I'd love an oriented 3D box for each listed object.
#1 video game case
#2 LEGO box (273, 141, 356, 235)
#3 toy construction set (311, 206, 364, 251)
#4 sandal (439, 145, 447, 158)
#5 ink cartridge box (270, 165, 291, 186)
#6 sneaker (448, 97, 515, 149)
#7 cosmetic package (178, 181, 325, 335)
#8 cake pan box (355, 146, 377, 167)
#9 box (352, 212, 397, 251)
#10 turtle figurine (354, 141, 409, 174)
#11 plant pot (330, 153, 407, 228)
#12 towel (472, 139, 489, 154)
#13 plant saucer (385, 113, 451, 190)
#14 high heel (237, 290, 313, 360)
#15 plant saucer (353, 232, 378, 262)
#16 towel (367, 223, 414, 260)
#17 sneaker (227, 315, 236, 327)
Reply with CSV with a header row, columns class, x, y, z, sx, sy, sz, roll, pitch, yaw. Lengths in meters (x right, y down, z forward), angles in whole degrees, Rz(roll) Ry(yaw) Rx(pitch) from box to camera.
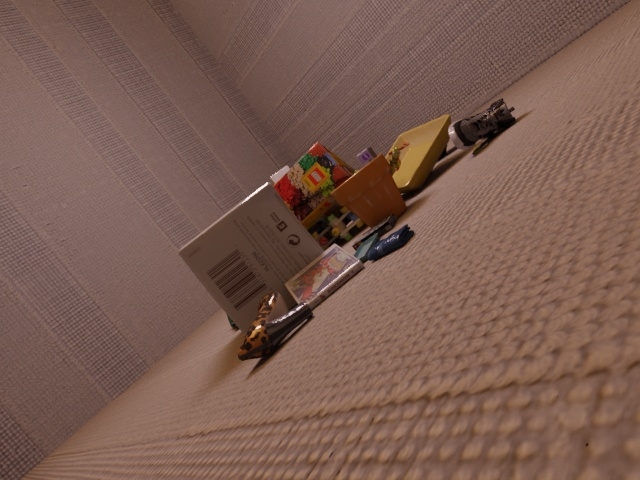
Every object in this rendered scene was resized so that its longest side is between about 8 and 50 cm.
class,x,y,z,sx,sy,sz,roll,pitch,yaw
video game case,0.003,0.091,1.209,0.183,0.023,0.201,-39,20,-6
LEGO box,0.000,-0.168,2.004,0.372,0.193,0.500,-43,-16,12
toy construction set,0.000,0.000,1.826,0.328,0.151,0.215,-28,2,-15
sandal,0.495,-0.388,2.161,0.167,0.107,0.445,-42,-7,-29
ink cartridge box,-0.150,-0.241,1.919,0.089,0.052,0.122,-37,-14,-9
sneaker,0.529,-0.383,1.517,0.269,0.101,0.153,-27,-4,-42
cosmetic package,-0.192,0.056,1.482,0.327,0.329,0.394,-39,5,-6
cake pan box,0.268,-0.314,2.163,0.070,0.245,0.267,-33,4,15
box,0.163,-0.024,1.406,0.137,0.027,0.094,-36,4,24
turtle figurine,0.213,-0.243,1.692,0.217,0.087,0.269,-31,-3,-21
plant pot,0.169,-0.139,1.494,0.205,0.188,0.205,-38,3,3
towel,0.519,-0.303,1.524,0.060,0.009,0.083,-35,5,29
plant saucer,0.340,-0.293,1.785,0.332,0.081,0.333,-58,19,-14
high heel,-0.149,0.204,1.104,0.186,0.093,0.261,-33,11,-27
plant saucer,0.118,0.031,1.277,0.067,0.018,0.192,-36,6,25
towel,0.160,0.007,1.095,0.119,0.029,0.067,-33,7,48
sneaker,-0.310,0.291,1.833,0.098,0.083,0.224,-18,3,-17
